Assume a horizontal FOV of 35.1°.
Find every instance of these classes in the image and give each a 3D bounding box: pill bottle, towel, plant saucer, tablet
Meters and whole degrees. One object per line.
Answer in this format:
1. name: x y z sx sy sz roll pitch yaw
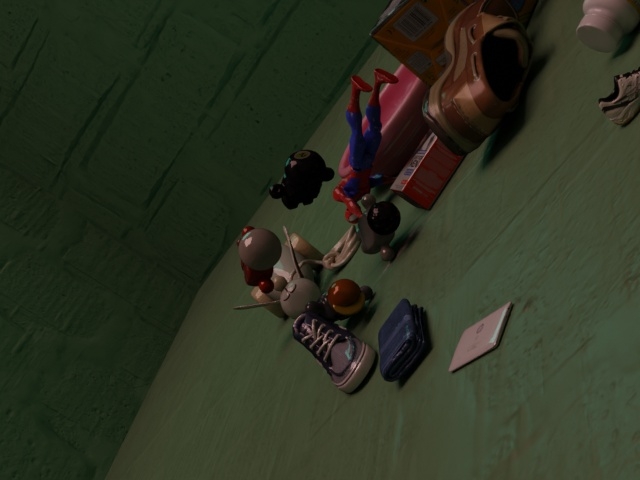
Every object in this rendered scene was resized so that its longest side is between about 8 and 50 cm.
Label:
1. pill bottle: 0.328 -0.267 1.112 0.116 0.065 0.065 -58 9 -12
2. towel: 0.092 0.114 1.144 0.067 0.029 0.119 -54 10 16
3. plant saucer: 0.157 -0.236 1.866 0.332 0.084 0.332 -53 9 13
4. tablet: 0.152 0.093 0.970 0.083 0.006 0.054 -43 16 54

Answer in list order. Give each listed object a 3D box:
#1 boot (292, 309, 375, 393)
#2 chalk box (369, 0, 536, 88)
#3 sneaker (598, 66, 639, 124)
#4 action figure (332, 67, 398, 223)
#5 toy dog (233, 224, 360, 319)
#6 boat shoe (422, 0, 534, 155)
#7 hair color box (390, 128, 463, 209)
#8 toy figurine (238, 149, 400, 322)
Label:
1. boot: 0.010 0.139 1.307 0.069 0.086 0.190 -57 9 -4
2. chalk box: 0.242 -0.412 1.678 0.180 0.179 0.289 -34 22 52
3. sneaker: 0.297 -0.150 0.955 0.083 0.037 0.032 -52 8 15
4. action figure: 0.092 -0.125 1.673 0.091 0.139 0.280 -22 -41 -34
5. toy dog: -0.079 0.052 1.847 0.220 0.161 0.333 -60 9 -19
6. boat shoe: 0.240 -0.244 1.390 0.120 0.122 0.324 -35 24 41
7. hair color box: 0.175 -0.130 1.488 0.167 0.053 0.093 -55 8 0
8. toy figurine: 0.000 0.000 1.452 0.213 0.209 0.148 -59 -2 -18
